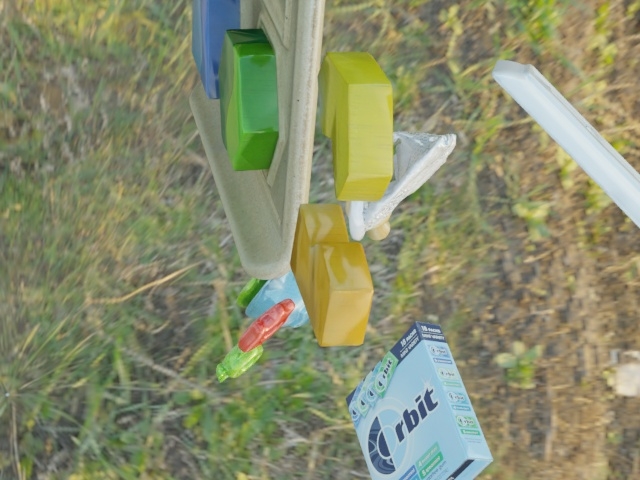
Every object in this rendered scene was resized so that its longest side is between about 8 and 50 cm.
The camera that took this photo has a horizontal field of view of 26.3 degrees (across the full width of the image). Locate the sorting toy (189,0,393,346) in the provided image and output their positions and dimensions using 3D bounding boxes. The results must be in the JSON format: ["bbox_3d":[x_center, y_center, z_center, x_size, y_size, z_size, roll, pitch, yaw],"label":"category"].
[{"bbox_3d":[-0.025,-0.102,0.638,0.041,0.307,0.229,0,122,-16],"label":"sorting toy"}]

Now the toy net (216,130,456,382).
[{"bbox_3d":[0.000,0.000,0.858,0.045,0.232,0.122,47,46,9],"label":"toy net"}]

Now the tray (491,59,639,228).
[{"bbox_3d":[0.286,-0.095,1.446,0.270,0.145,0.030,45,105,-3],"label":"tray"}]

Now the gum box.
[{"bbox_3d":[0.108,0.212,1.552,0.041,0.157,0.184,9,44,-33],"label":"gum box"}]
